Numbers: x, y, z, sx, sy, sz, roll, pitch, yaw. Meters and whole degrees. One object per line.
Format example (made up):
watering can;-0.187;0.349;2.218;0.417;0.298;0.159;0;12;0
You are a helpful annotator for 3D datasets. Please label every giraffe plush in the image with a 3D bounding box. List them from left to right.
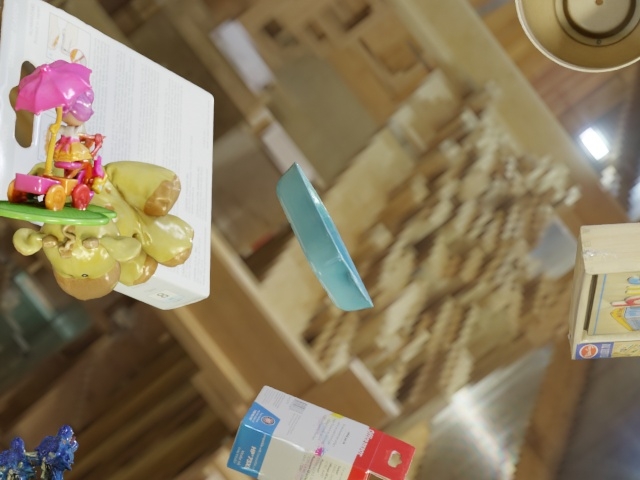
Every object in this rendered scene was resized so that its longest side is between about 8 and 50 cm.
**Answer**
giraffe plush;-0.250;-0.009;1.879;0.181;0.210;0.170;-23;-153;17

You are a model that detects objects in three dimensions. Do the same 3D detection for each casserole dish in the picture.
casserole dish;0.000;0.000;1.733;0.037;0.114;0.188;-28;-136;4

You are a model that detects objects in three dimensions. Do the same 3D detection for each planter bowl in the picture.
planter bowl;0.284;-0.250;1.729;0.162;0.162;0.109;-37;175;9

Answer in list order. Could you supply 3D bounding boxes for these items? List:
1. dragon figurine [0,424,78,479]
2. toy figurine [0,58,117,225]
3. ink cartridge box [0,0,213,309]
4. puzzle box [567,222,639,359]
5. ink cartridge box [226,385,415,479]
dragon figurine;-0.274;0.320;1.600;0.085;0.144;0.289;-13;-133;28
toy figurine;-0.258;-0.103;1.709;0.130;0.159;0.173;10;-174;24
ink cartridge box;-0.295;-0.110;2.169;0.091;0.385;0.308;-18;-119;36
puzzle box;0.410;0.057;1.832;0.272;0.052;0.409;-3;163;6
ink cartridge box;0.003;0.294;2.296;0.134;0.231;0.078;-54;165;-69
